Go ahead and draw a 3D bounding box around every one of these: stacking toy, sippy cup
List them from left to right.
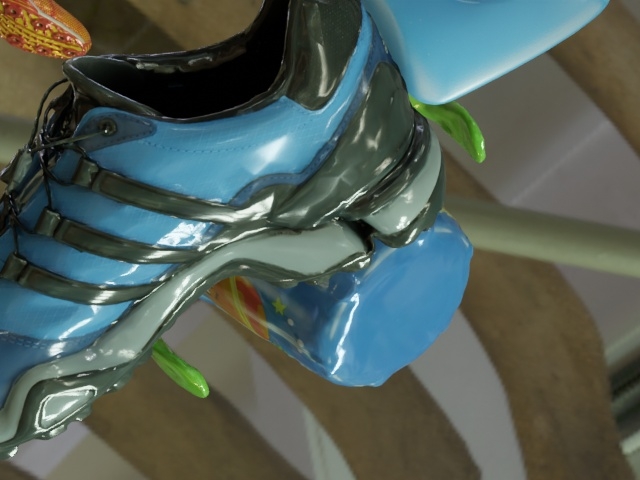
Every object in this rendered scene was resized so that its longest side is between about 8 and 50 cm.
[{"bbox_3d":[0.000,0.000,1.060,0.224,0.240,0.305,40,-72,34],"label":"sippy cup"},{"bbox_3d":[0.069,-0.188,0.892,0.175,0.166,0.302,60,-8,-4],"label":"stacking toy"}]

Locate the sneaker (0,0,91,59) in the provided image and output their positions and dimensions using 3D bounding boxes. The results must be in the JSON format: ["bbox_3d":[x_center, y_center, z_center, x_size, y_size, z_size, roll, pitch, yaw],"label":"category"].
[{"bbox_3d":[-0.249,-0.203,0.958,0.064,0.175,0.067,-33,-153,55],"label":"sneaker"}]

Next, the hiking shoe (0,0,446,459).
[{"bbox_3d":[-0.100,-0.015,0.530,0.304,0.132,0.113,-29,-146,-7],"label":"hiking shoe"}]
